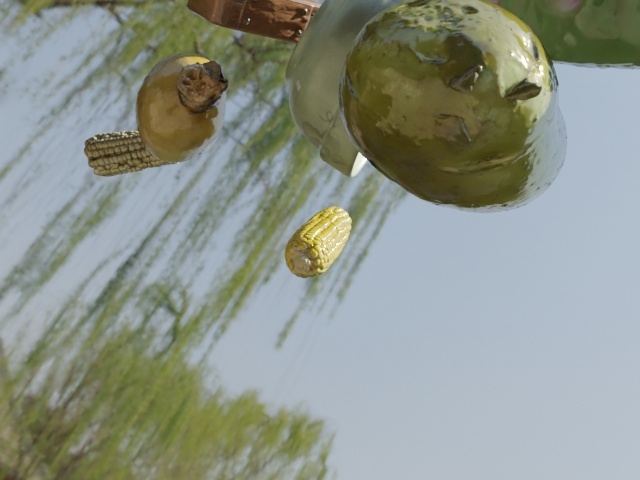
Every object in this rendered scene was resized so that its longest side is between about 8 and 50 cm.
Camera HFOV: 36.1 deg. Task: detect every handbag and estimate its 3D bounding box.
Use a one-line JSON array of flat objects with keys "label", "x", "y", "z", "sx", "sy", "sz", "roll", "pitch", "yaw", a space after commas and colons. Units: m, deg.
[{"label": "handbag", "x": -0.101, "y": -0.358, "z": 1.502, "sx": 0.193, "sy": 0.072, "sz": 0.151, "roll": 4, "pitch": 21, "yaw": -34}]

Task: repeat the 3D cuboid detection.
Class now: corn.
[{"label": "corn", "x": 0.000, "y": 0.000, "z": 1.373, "sx": 0.067, "sy": 0.206, "sz": 0.067, "roll": 4, "pitch": -73, "yaw": 14}, {"label": "corn", "x": -0.334, "y": -0.165, "z": 1.829, "sx": 0.211, "sy": 0.087, "sz": 0.087, "roll": -3, "pitch": -36, "yaw": 11}]

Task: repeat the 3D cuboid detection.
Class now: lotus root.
[{"label": "lotus root", "x": -0.213, "y": -0.197, "z": 1.481, "sx": 0.131, "sy": 0.146, "sz": 0.303, "roll": 5, "pitch": -10, "yaw": -13}]

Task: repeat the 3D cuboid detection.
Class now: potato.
[{"label": "potato", "x": 0.103, "y": -0.096, "z": 0.728, "sx": 0.169, "sy": 0.143, "sz": 0.248, "roll": 46, "pitch": 11, "yaw": 22}]

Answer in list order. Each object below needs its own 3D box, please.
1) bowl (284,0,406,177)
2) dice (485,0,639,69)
[{"label": "bowl", "x": 0.060, "y": -0.258, "z": 1.415, "sx": 0.163, "sy": 0.307, "sz": 0.307, "roll": 33, "pitch": -27, "yaw": 3}, {"label": "dice", "x": 0.358, "y": -0.368, "z": 1.118, "sx": 0.330, "sy": 0.318, "sz": 0.322, "roll": -151, "pitch": -123, "yaw": -61}]
